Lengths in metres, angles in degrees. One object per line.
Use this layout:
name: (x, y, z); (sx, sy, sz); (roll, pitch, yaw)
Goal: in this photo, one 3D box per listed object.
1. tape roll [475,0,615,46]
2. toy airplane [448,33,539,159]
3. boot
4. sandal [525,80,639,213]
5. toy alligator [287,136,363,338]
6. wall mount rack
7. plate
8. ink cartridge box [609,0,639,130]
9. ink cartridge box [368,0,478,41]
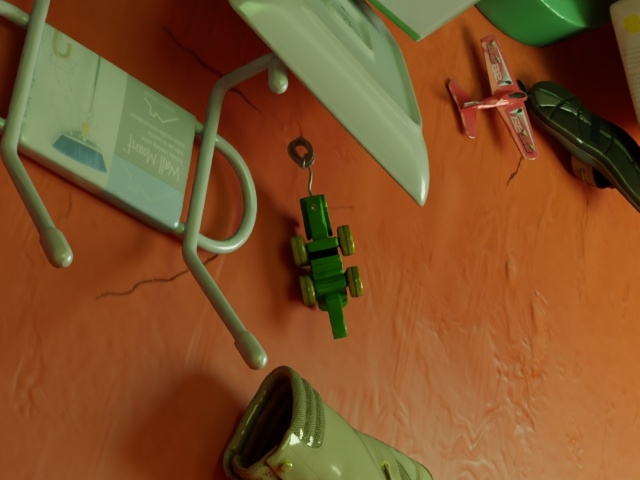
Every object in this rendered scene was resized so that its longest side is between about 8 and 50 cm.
tape roll: (0.247, -0.392, 1.968); (0.321, 0.077, 0.321); (22, 60, -44)
toy airplane: (0.192, -0.151, 1.843); (0.151, 0.028, 0.151); (24, 55, -40)
boot: (-0.001, 0.255, 1.400); (0.203, 0.095, 0.262); (42, 45, -32)
sandal: (0.315, -0.101, 1.954); (0.219, 0.060, 0.090); (34, 44, -19)
toy alligator: (0.000, 0.000, 1.543); (0.051, 0.056, 0.189); (95, -17, -80)
wall mount rack: (-0.143, -0.061, 1.329); (0.350, 0.130, 0.304); (31, 54, -38)
plate: (0.009, -0.198, 1.542); (0.277, 0.045, 0.278); (44, 19, -29)
ink cartridge box: (0.418, -0.256, 2.033); (0.303, 0.072, 0.307); (-45, 120, -62)
ink cartridge box: (0.057, -0.366, 1.640); (0.201, 0.117, 0.278); (34, 34, -39)
